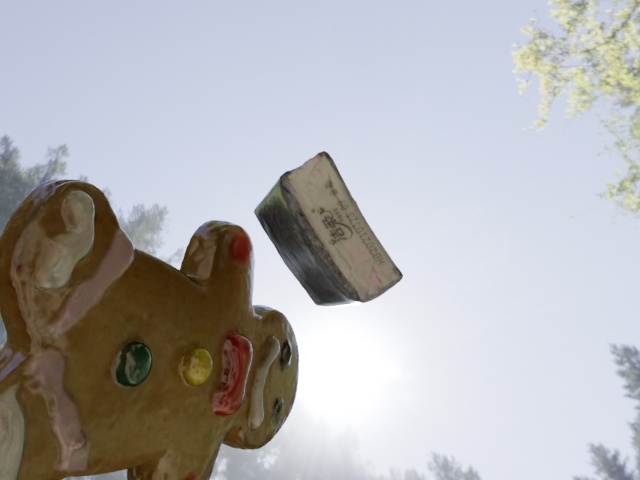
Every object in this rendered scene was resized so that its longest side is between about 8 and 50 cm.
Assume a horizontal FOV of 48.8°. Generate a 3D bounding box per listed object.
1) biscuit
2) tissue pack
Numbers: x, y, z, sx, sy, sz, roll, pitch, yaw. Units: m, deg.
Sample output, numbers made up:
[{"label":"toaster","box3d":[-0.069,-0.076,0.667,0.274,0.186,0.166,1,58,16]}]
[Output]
[{"label":"biscuit","box3d":[-0.115,0.111,0.628,0.432,0.064,0.282,34,-114,-58]},{"label":"tissue pack","box3d":[0.000,0.000,0.571,0.051,0.156,0.112,-34,-88,-13]}]
